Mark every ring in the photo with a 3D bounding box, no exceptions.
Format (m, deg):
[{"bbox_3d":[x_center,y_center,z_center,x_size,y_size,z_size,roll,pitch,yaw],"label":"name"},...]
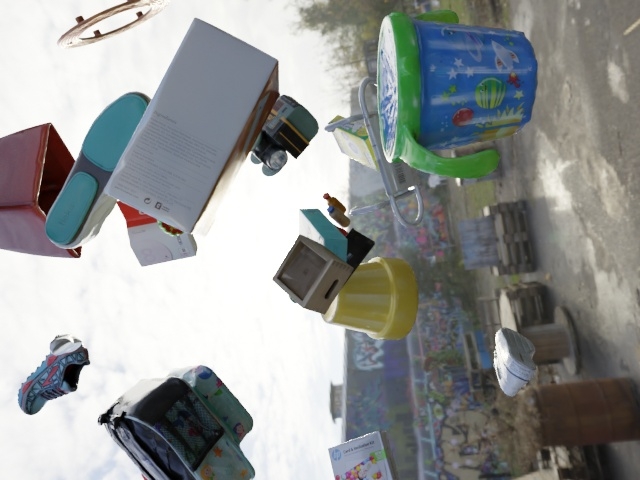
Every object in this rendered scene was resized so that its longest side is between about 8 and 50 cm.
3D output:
[{"bbox_3d":[-0.577,-0.618,1.487,0.337,0.336,0.032,-75,-38,-66],"label":"ring"}]

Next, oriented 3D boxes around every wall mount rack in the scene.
[{"bbox_3d":[0.157,-0.203,1.268,0.304,0.130,0.350,-24,-81,-45],"label":"wall mount rack"}]

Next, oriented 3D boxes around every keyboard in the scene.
[{"bbox_3d":[0.055,0.046,1.429,0.180,0.108,0.023,-51,-20,-20],"label":"keyboard"}]

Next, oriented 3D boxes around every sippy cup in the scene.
[{"bbox_3d":[0.217,-0.249,0.871,0.240,0.223,0.306,-94,1,-87],"label":"sippy cup"}]

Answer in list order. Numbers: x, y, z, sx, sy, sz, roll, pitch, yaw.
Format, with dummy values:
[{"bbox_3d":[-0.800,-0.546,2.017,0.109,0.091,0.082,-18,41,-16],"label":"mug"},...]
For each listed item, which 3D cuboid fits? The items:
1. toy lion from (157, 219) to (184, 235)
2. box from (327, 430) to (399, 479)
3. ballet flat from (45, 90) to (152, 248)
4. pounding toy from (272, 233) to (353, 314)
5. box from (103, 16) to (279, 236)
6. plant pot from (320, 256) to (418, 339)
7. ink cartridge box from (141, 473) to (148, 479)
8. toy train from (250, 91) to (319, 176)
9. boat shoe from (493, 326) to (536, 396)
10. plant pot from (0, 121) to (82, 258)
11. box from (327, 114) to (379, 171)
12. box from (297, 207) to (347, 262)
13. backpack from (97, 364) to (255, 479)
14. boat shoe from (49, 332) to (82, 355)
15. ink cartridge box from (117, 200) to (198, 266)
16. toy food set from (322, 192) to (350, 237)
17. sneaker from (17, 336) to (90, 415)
[{"bbox_3d":[-0.301,-0.054,1.155,0.100,0.034,0.096,20,-106,-36],"label":"toy lion"},{"bbox_3d":[0.104,0.536,1.180,0.038,0.145,0.186,29,-140,-51],"label":"box"},{"bbox_3d":[-0.490,-0.159,1.227,0.400,0.139,0.139,-57,-8,7],"label":"ballet flat"},{"bbox_3d":[-0.022,0.079,1.069,0.100,0.141,0.130,25,-171,-48],"label":"pounding toy"},{"bbox_3d":[-0.227,-0.196,1.016,0.345,0.168,0.215,-64,3,-3],"label":"box"},{"bbox_3d":[0.131,0.173,1.612,0.254,0.238,0.254,-176,90,-69],"label":"plant pot"},{"bbox_3d":[-0.320,0.703,1.346,0.091,0.385,0.308,-24,-98,-55],"label":"ink cartridge box"},{"bbox_3d":[-0.143,-0.296,1.362,0.142,0.190,0.334,41,-176,-41],"label":"toy train"},{"bbox_3d":[0.382,0.241,1.082,0.076,0.083,0.226,-63,-15,15],"label":"boat shoe"},{"bbox_3d":[-0.783,-0.114,1.394,0.267,0.235,0.267,89,174,-59],"label":"plant pot"},{"bbox_3d":[0.100,-0.236,1.305,0.179,0.043,0.105,33,161,46],"label":"box"},{"bbox_3d":[0.000,0.000,1.355,0.244,0.060,0.101,-128,37,-63],"label":"box"},{"bbox_3d":[-0.230,0.349,0.933,0.191,0.225,0.254,-38,-81,-38],"label":"backpack"},{"bbox_3d":[-0.633,0.250,1.307,0.040,0.049,0.142,41,170,4],"label":"boat shoe"},{"bbox_3d":[-0.508,-0.032,1.658,0.066,0.189,0.232,-98,-4,-47],"label":"ink cartridge box"},{"bbox_3d":[0.014,-0.029,1.696,0.104,0.111,0.232,40,-101,-44],"label":"toy food set"},{"bbox_3d":[-0.772,0.414,1.551,0.262,0.125,0.104,-55,-23,1],"label":"sneaker"}]
